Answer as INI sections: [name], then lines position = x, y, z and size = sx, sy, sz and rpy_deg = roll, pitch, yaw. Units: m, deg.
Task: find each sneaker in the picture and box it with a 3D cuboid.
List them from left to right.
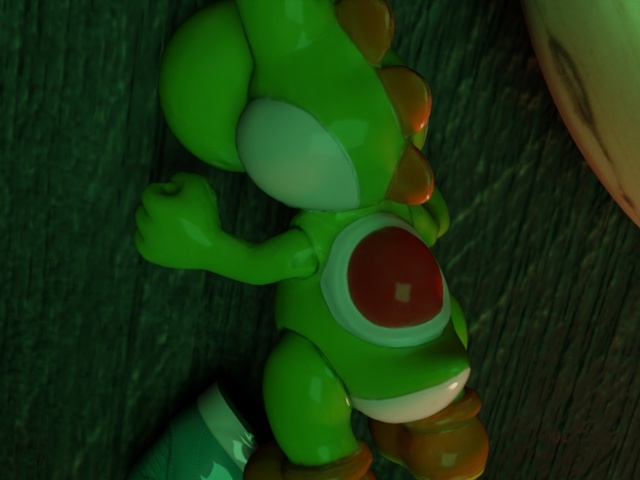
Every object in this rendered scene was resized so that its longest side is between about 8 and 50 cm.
[sneaker]
position = -0.056, 0.268, 0.684
size = 0.178, 0.124, 0.295
rpy_deg = -36, 103, 0

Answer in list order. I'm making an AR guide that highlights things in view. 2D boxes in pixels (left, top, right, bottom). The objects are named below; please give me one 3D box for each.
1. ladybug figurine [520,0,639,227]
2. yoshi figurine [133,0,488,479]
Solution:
[ladybug figurine]
position = 0.264, -0.173, 0.549
size = 0.305, 0.162, 0.449
rpy_deg = -28, 112, 2
[yoshi figurine]
position = -0.008, -0.008, 0.574
size = 0.203, 0.203, 0.362
rpy_deg = -5, 109, 13
